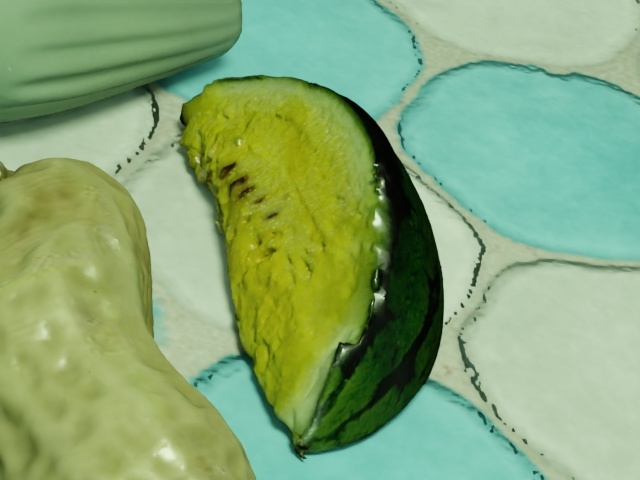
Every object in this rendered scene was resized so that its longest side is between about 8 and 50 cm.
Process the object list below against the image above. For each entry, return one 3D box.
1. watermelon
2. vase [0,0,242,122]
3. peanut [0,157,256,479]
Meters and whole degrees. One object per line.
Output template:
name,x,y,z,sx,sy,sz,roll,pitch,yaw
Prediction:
watermelon,0.000,0.000,1.139,0.129,0.123,0.301,-22,43,3
vase,-0.159,-0.142,1.221,0.248,0.128,0.128,-9,43,-43
peanut,-0.127,0.089,0.926,0.159,0.143,0.291,-27,52,1
